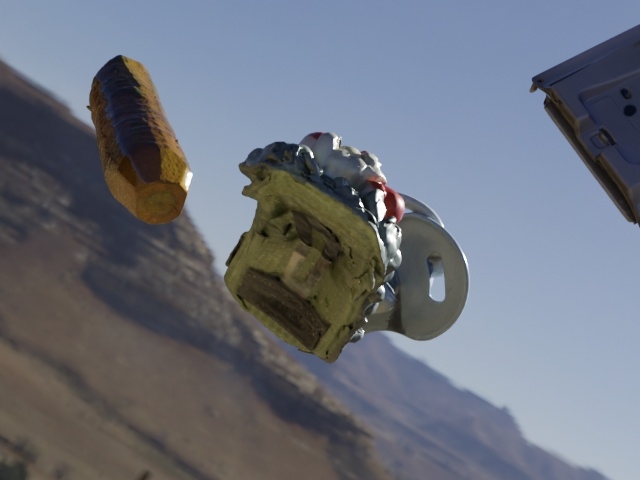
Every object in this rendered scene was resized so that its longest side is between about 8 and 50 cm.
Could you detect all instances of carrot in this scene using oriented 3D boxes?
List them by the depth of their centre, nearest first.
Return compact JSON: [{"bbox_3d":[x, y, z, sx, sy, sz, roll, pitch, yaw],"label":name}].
[{"bbox_3d":[-0.253,-0.139,1.871,0.114,0.114,0.301,35,19,-39],"label":"carrot"}]

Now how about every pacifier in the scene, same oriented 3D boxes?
[{"bbox_3d":[0.070,0.053,1.995,0.279,0.227,0.207,-1,17,22],"label":"pacifier"}]

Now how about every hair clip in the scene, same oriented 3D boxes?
[{"bbox_3d":[0.001,-0.001,1.065,0.138,0.091,0.321,33,-19,3],"label":"hair clip"}]

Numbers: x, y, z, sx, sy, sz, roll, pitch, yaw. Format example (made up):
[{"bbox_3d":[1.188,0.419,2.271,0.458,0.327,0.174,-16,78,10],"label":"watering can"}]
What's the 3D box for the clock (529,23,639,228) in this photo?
[{"bbox_3d":[0.374,-0.130,1.523,0.253,0.186,0.083,59,-9,28],"label":"clock"}]
